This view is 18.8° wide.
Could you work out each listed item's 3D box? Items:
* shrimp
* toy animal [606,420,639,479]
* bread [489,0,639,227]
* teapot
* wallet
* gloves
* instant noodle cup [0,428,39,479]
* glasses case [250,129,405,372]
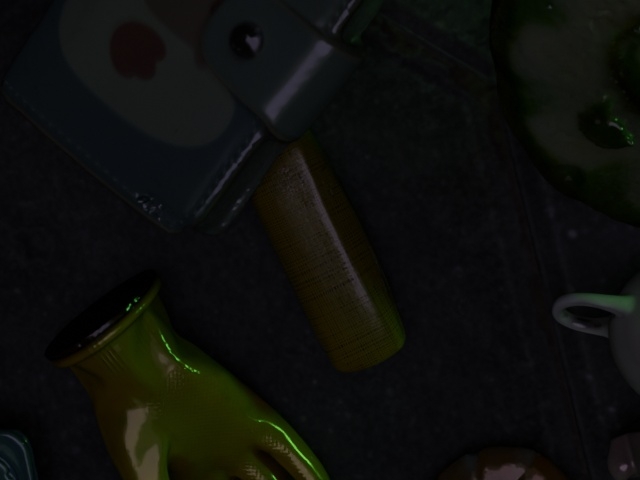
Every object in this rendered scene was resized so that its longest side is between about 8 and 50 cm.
[{"bbox_3d":[0.142,0.316,1.715,0.152,0.063,0.287,14,100,4],"label":"shrimp"},{"bbox_3d":[0.341,0.240,1.653,0.124,0.124,0.212,-30,95,11],"label":"toy animal"},{"bbox_3d":[0.323,-0.169,1.486,0.382,0.129,0.366,-34,123,27],"label":"bread"},{"bbox_3d":[0.306,0.074,1.616,0.226,0.092,0.145,14,62,11],"label":"teapot"},{"bbox_3d":[-0.081,-0.196,1.599,0.252,0.083,0.360,40,104,14],"label":"wallet"},{"bbox_3d":[-0.104,0.176,1.695,0.133,0.116,0.294,-32,104,18],"label":"gloves"},{"bbox_3d":[-0.328,0.244,1.741,0.179,0.070,0.157,-8,100,8],"label":"instant noodle cup"},{"bbox_3d":[0.000,0.000,1.656,0.079,0.064,0.234,-25,97,11],"label":"glasses case"}]
